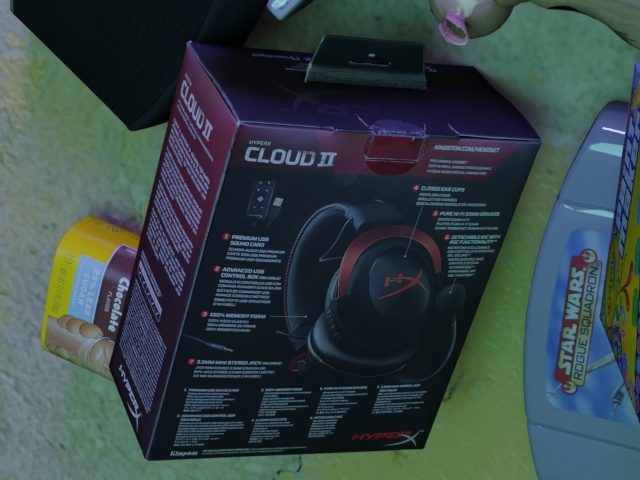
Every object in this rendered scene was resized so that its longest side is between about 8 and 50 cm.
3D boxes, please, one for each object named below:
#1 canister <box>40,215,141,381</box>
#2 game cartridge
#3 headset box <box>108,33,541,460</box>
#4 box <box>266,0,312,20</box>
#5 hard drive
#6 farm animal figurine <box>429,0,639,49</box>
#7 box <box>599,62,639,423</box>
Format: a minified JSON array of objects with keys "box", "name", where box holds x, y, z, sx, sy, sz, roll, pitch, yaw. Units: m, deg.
[{"box":[-0.127,0.065,1.183,0.170,0.073,0.126,22,119,14],"name":"canister"},{"box":[0.241,0.060,1.036,0.198,0.062,0.297,10,116,14],"name":"game cartridge"},{"box":[0.000,0.000,1.012,0.218,0.110,0.293,1,123,-26],"name":"headset box"},{"box":[-0.022,-0.239,0.993,0.126,0.072,0.137,-42,93,24],"name":"box"},{"box":[-0.130,-0.175,1.023,0.172,0.054,0.255,45,151,-1],"name":"hard drive"},{"box":[0.064,-0.216,0.837,0.327,0.330,0.172,-3,137,-9],"name":"farm animal figurine"},{"box":[0.324,0.033,0.805,0.290,0.279,0.177,2,115,-1],"name":"box"}]
